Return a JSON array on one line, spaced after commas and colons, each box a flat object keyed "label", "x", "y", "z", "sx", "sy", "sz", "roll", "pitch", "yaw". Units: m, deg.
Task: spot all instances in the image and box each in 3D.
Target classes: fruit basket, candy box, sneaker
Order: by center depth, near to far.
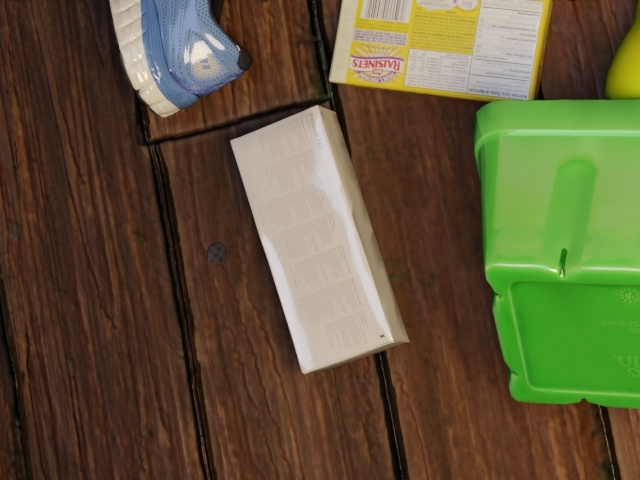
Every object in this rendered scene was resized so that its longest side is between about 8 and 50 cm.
[{"label": "fruit basket", "x": 0.322, "y": -0.053, "z": 1.473, "sx": 0.392, "sy": 0.283, "sz": 0.392, "roll": -9, "pitch": 41, "yaw": 8}, {"label": "candy box", "x": 0.114, "y": -0.190, "z": 1.641, "sx": 0.205, "sy": 0.027, "sz": 0.105, "roll": 10, "pitch": 92, "yaw": 21}, {"label": "sneaker", "x": -0.148, "y": -0.295, "z": 1.711, "sx": 0.147, "sy": 0.130, "sz": 0.330, "roll": -18, "pitch": 84, "yaw": 4}]

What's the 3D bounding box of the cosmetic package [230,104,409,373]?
[{"label": "cosmetic package", "x": 0.000, "y": 0.000, "z": 1.653, "sx": 0.098, "sy": 0.060, "sz": 0.239, "roll": -21, "pitch": 80, "yaw": 20}]
